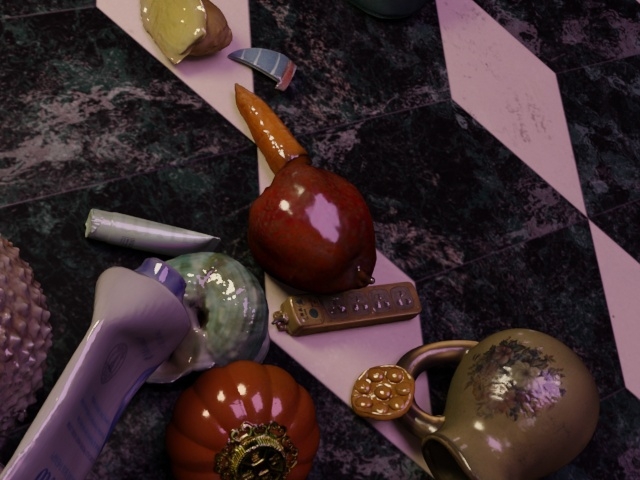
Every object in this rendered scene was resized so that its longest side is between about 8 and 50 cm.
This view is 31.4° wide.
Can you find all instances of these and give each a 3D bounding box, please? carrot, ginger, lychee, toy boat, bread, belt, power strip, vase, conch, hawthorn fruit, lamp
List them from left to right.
[{"bbox_3d":[-0.476,0.120,1.425,0.300,0.300,0.300,15,55,-23],"label":"lychee"},{"bbox_3d":[-0.239,-0.408,2.045,0.122,0.115,0.193,1,51,-55],"label":"ginger"},{"bbox_3d":[-0.179,0.124,1.700,0.277,0.195,0.220,31,72,-41],"label":"conch"},{"bbox_3d":[-0.109,0.278,1.616,0.223,0.223,0.196,15,11,-22],"label":"lamp"},{"bbox_3d":[-0.106,-0.331,2.105,0.122,0.034,0.096,30,45,-10],"label":"toy boat"},{"bbox_3d":[-0.099,-0.199,2.009,0.072,0.072,0.205,-23,70,-38],"label":"carrot"},{"bbox_3d":[0.000,0.000,1.837,0.208,0.208,0.248,-22,57,-38],"label":"hawthorn fruit"},{"bbox_3d":[0.050,0.114,1.916,0.305,0.044,0.064,-5,66,-33],"label":"power strip"},{"bbox_3d":[0.101,0.246,1.837,0.110,0.024,0.110,-10,49,11],"label":"bread"},{"bbox_3d":[0.150,-0.569,2.350,0.267,0.116,0.206,-28,74,-37],"label":"belt"},{"bbox_3d":[0.259,0.282,1.849,0.329,0.241,0.302,30,59,25],"label":"vase"}]

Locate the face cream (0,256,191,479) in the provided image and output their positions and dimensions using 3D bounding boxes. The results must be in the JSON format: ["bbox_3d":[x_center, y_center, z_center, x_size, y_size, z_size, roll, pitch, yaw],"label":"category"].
[{"bbox_3d":[-0.303,0.203,1.474,0.137,0.235,0.420,23,65,12],"label":"face cream"}]

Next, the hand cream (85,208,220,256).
[{"bbox_3d":[-0.265,-0.005,1.789,0.204,0.078,0.050,13,54,-18],"label":"hand cream"}]
